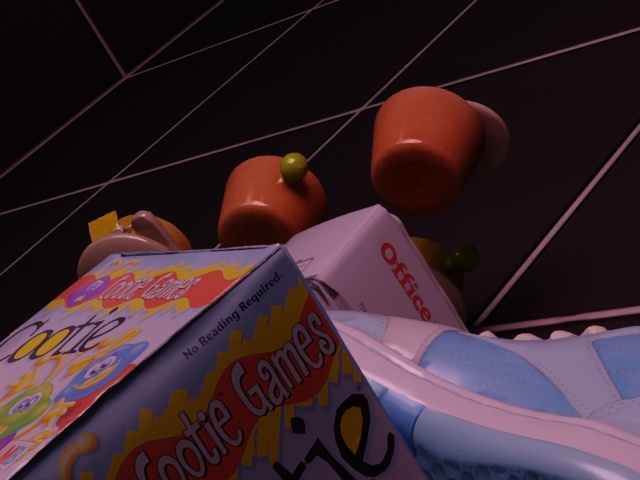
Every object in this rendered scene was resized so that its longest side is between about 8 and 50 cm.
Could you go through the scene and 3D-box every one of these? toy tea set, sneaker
[{"bbox_3d":[0.000,0.000,1.119,0.336,0.200,0.124,-22,28,28],"label":"toy tea set"},{"bbox_3d":[0.118,0.082,0.751,0.208,0.127,0.319,-25,29,-33],"label":"sneaker"}]

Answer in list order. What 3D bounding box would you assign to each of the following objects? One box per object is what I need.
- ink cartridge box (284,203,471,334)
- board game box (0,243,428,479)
[{"bbox_3d":[-0.001,0.100,0.924,0.087,0.153,0.208,-16,22,44],"label":"ink cartridge box"},{"bbox_3d":[-0.029,0.154,0.616,0.142,0.275,0.144,-41,19,-28],"label":"board game box"}]
